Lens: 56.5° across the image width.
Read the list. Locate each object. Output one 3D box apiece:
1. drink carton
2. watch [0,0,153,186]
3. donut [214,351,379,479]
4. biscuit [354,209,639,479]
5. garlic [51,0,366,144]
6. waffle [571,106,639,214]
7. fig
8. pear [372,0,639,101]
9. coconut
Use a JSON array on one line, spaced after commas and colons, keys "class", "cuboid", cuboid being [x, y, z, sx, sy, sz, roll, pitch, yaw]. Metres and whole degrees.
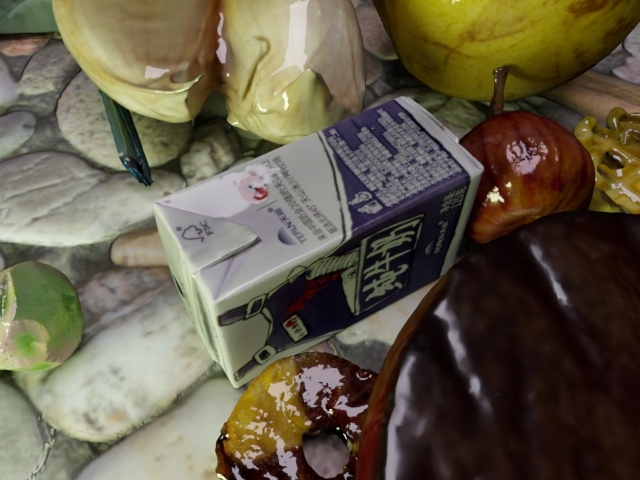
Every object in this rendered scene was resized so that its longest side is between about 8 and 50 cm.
[{"class": "drink carton", "cuboid": [-0.001, 0.000, 0.461, 0.222, 0.134, 0.101, -26, 60, -18]}, {"class": "watch", "cuboid": [-0.292, -0.178, 0.622, 0.277, 0.068, 0.274, 3, 54, 0]}, {"class": "donut", "cuboid": [0.002, 0.146, 0.400, 0.141, 0.059, 0.140, 0, 54, -1]}, {"class": "biscuit", "cuboid": [0.214, 0.170, 0.345, 0.408, 0.091, 0.407, 7, 57, -11]}, {"class": "garlic", "cuboid": [-0.087, -0.222, 0.563, 0.286, 0.249, 0.312, -1, 76, -36]}, {"class": "waffle", "cuboid": [0.365, -0.029, 0.536, 0.281, 0.060, 0.262, 6, 52, -1]}, {"class": "fig", "cuboid": [0.157, -0.061, 0.509, 0.128, 0.128, 0.150, -35, 82, -24]}, {"class": "pear", "cuboid": [0.182, -0.270, 0.579, 0.281, 0.280, 0.280, 1, 54, -1]}, {"class": "coconut", "cuboid": [-0.219, 0.058, 0.448, 0.081, 0.082, 0.083, -17, 10, 16]}]
